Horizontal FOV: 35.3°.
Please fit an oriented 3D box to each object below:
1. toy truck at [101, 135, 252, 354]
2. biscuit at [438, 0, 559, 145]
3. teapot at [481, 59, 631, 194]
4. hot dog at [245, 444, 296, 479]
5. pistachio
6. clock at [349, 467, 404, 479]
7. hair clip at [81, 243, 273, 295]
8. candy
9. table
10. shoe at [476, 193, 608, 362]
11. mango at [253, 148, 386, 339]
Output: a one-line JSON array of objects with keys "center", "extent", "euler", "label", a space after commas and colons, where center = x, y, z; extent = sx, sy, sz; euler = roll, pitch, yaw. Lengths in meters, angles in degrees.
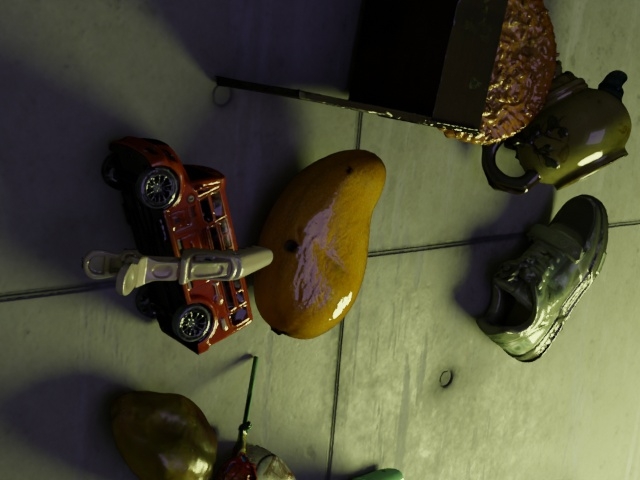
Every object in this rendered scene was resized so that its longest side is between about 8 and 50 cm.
[{"center": [-0.160, -0.004, 1.155], "extent": [0.114, 0.107, 0.252], "euler": [-24, 117, -29], "label": "toy truck"}, {"center": [0.229, -0.259, 1.407], "extent": [0.254, 0.035, 0.254], "euler": [-3, 97, -24], "label": "biscuit"}, {"center": [0.355, -0.175, 1.514], "extent": [0.269, 0.173, 0.182], "euler": [-26, 85, -7], "label": "teapot"}, {"center": [-0.057, 0.396, 1.360], "extent": [0.144, 0.075, 0.268], "euler": [-52, 127, -47], "label": "hot dog"}, {"center": [-0.181, 0.254, 1.218], "extent": [0.100, 0.110, 0.189], "euler": [-24, 123, 4], "label": "pistachio"}, {"center": [0.113, 0.405, 1.436], "extent": [0.159, 0.211, 0.066], "euler": [-12, 111, -39], "label": "clock"}, {"center": [-0.134, 0.029, 1.070], "extent": [0.226, 0.072, 0.034], "euler": [-2, 109, -36], "label": "hair clip"}, {"center": [-0.097, 0.241, 1.285], "extent": [0.060, 0.060, 0.201], "euler": [34, 53, -40], "label": "candy"}, {"center": [0.054, -0.275, 1.201], "extent": [0.282, 0.196, 0.250], "euler": [4, 102, -38], "label": "table"}, {"center": [0.347, 0.048, 1.585], "extent": [0.149, 0.109, 0.293], "euler": [24, 92, -47], "label": "shoe"}, {"center": [-0.003, 0.000, 1.290], "extent": [0.157, 0.109, 0.262], "euler": [27, 81, -31], "label": "mango"}]
